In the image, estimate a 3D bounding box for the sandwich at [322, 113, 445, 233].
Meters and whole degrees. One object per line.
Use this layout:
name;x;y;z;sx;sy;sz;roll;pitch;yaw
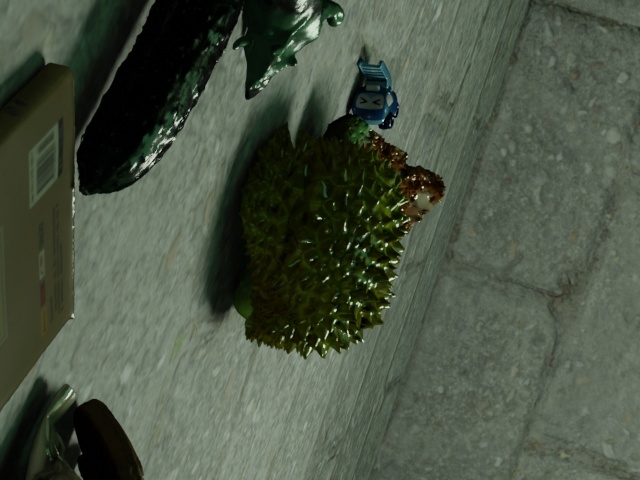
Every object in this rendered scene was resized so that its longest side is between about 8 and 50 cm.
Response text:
sandwich;0.050;-0.049;1.530;0.235;0.159;0.079;131;-21;-65

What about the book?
book;-0.223;0.063;0.742;0.310;0.021;0.217;-59;164;-47

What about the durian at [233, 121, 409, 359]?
durian;0.001;0.004;1.340;0.200;0.176;0.237;-103;-163;-74

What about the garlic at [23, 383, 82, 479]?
garlic;-0.188;0.205;0.943;0.131;0.127;0.194;-32;-127;51

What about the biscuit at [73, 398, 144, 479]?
biscuit;-0.162;0.194;1.030;0.026;0.124;0.175;-20;152;-23

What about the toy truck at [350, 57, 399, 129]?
toy truck;0.067;-0.188;1.622;0.073;0.056;0.090;-62;153;-55

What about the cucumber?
cucumber;-0.097;-0.132;0.884;0.067;0.067;0.245;79;29;-68

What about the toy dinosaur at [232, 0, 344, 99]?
toy dinosaur;-0.010;-0.250;1.099;0.120;0.079;0.292;84;24;-68
